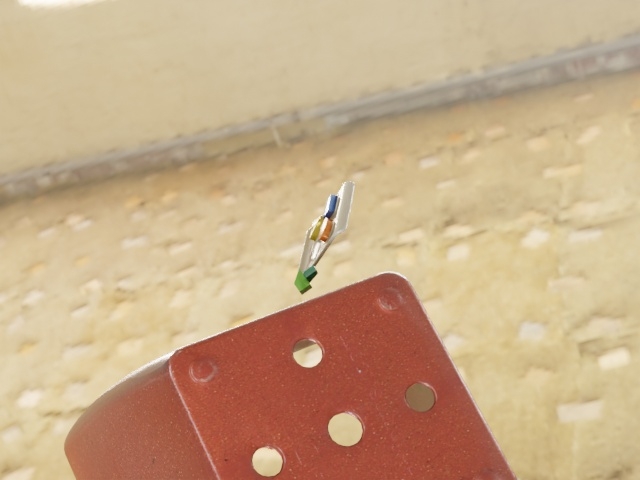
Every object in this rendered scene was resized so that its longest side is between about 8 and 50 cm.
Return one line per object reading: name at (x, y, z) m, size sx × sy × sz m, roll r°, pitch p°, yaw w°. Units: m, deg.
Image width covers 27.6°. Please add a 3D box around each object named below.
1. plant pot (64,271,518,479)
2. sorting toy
plant pot at (-0.006, 0.170, 0.922) m, size 0.267 × 0.267 × 0.235 m, roll -19°, pitch 159°, yaw -22°
sorting toy at (0.000, 0.000, 0.936) m, size 0.062 × 0.012 × 0.083 m, roll -50°, pitch -162°, yaw 39°
